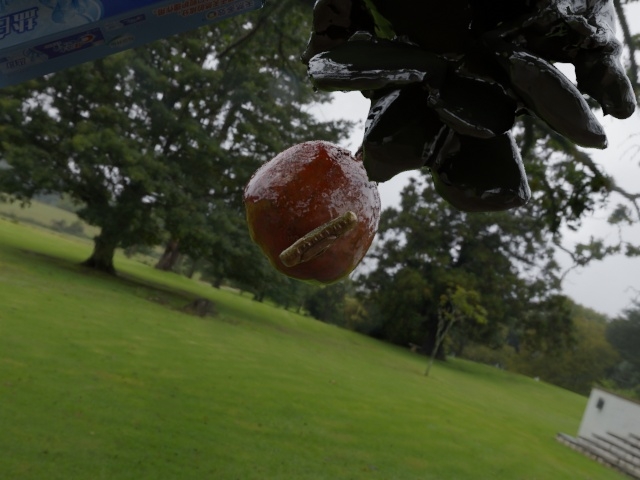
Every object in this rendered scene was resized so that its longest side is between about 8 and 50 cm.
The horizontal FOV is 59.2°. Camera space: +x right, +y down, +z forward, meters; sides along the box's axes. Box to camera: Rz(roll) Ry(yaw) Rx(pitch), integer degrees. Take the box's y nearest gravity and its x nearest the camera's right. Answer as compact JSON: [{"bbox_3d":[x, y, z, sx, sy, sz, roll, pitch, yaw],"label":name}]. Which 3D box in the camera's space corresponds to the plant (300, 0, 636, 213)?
[{"bbox_3d":[0.091,-0.160,0.407,0.199,0.275,0.188,16,-26,-13],"label":"plant"}]

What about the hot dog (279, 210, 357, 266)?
[{"bbox_3d":[0.000,0.001,0.877,0.028,0.137,0.044,50,-14,31],"label":"hot dog"}]

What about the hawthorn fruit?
[{"bbox_3d":[0.003,-0.077,1.064,0.276,0.307,0.276,38,1,-1],"label":"hawthorn fruit"}]

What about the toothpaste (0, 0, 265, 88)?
[{"bbox_3d":[-0.192,-0.225,0.538,0.272,0.066,0.053,-21,-17,-11],"label":"toothpaste"}]
